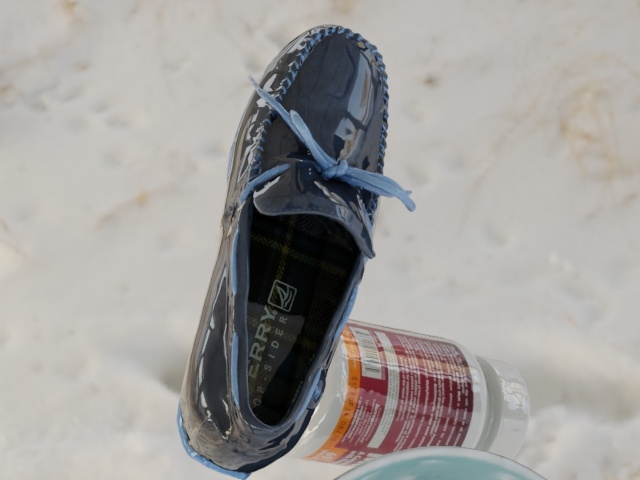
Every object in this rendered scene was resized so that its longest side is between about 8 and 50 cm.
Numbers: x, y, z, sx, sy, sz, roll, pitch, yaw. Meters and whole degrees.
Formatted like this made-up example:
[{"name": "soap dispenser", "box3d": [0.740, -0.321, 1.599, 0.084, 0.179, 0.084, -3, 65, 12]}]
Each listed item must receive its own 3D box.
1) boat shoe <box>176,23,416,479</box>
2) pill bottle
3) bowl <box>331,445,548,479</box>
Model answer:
[{"name": "boat shoe", "box3d": [0.000, 0.000, 0.961, 0.109, 0.089, 0.258, 15, 69, -18]}, {"name": "pill bottle", "box3d": [0.062, 0.134, 1.526, 0.221, 0.121, 0.121, 13, 24, -35]}, {"name": "bowl", "box3d": [0.057, 0.305, 1.333, 0.311, 0.311, 0.163, -37, 8, -20]}]
